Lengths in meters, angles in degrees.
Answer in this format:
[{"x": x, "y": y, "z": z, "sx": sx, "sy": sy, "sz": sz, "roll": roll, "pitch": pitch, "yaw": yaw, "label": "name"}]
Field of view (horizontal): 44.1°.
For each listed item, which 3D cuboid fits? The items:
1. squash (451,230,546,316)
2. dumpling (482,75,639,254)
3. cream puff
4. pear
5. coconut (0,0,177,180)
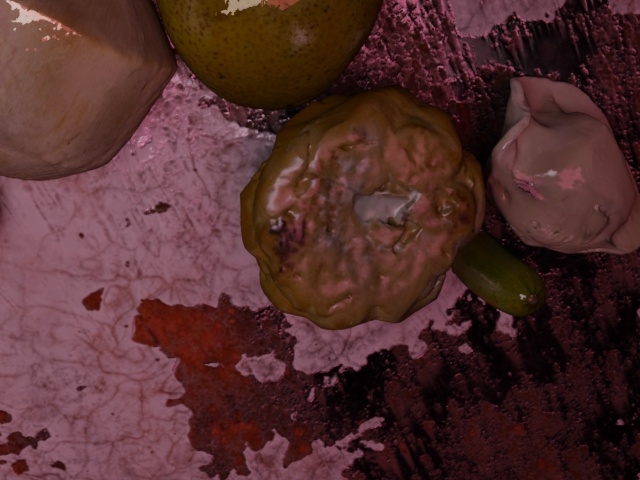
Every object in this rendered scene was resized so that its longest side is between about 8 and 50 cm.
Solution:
[{"x": 0.277, "y": 0.063, "z": 1.203, "sx": 0.095, "sy": 0.188, "sz": 0.095, "roll": -5, "pitch": 112, "yaw": -13, "label": "squash"}, {"x": 0.362, "y": -0.113, "z": 1.196, "sx": 0.318, "sy": 0.187, "sz": 0.243, "roll": 27, "pitch": 63, "yaw": -28, "label": "dumpling"}, {"x": 0.042, "y": -0.054, "z": 1.067, "sx": 0.291, "sy": 0.257, "sz": 0.325, "roll": 29, "pitch": 99, "yaw": -17, "label": "cream puff"}, {"x": -0.057, "y": -0.303, "z": 0.949, "sx": 0.294, "sy": 0.294, "sz": 0.295, "roll": -4, "pitch": 111, "yaw": -11, "label": "pear"}, {"x": -0.315, "y": -0.237, "z": 0.915, "sx": 0.328, "sy": 0.329, "sz": 0.329, "roll": -4, "pitch": 111, "yaw": -11, "label": "coconut"}]
